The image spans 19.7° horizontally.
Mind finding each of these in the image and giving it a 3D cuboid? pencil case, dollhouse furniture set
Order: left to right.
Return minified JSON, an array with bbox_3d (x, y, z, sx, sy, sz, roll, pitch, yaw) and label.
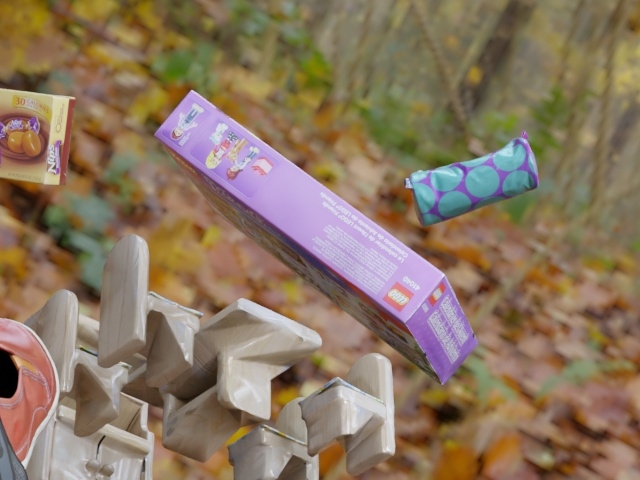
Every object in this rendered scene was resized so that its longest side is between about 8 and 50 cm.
[{"bbox_3d":[-0.173,0.148,2.121,0.362,0.394,0.256,27,46,-32],"label":"dollhouse furniture set"},{"bbox_3d":[0.176,-0.070,2.126,0.064,0.152,0.070,59,15,-63],"label":"pencil case"}]

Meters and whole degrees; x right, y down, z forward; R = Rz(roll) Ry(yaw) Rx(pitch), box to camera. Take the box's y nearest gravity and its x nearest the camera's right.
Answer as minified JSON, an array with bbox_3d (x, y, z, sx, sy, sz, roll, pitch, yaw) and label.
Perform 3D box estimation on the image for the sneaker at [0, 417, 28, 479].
[{"bbox_3d":[-0.321,-0.009,1.079,0.202,0.185,0.482,-5,69,-65],"label":"sneaker"}]

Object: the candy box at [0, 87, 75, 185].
[{"bbox_3d":[-0.391,-0.131,2.228,0.187,0.109,0.053,9,4,24],"label":"candy box"}]

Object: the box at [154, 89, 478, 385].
[{"bbox_3d":[0.000,0.000,1.640,0.293,0.057,0.201,37,-7,22],"label":"box"}]

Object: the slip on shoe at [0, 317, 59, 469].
[{"bbox_3d":[-0.301,0.128,1.656,0.123,0.101,0.331,-2,17,-3],"label":"slip on shoe"}]
